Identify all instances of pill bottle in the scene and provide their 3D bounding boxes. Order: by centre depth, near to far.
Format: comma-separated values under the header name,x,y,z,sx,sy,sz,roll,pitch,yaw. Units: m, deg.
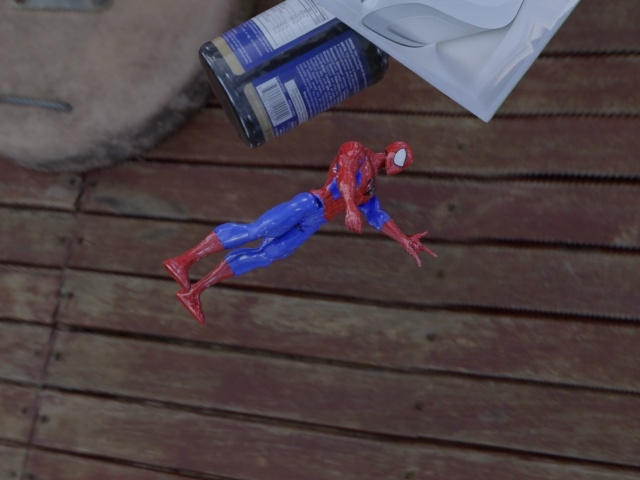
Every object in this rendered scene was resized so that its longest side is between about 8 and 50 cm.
name,x,y,z,sx,sy,sz,roll,pitch,yaw
pill bottle,-0.006,-0.198,1.373,0.219,0.123,0.122,-28,65,-6

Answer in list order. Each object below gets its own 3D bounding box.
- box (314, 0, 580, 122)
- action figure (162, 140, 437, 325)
name,x,y,z,sx,sy,sz,roll,pitch,yaw
box,0.097,-0.254,0.841,0.231,0.126,0.262,36,134,0
action figure,0.000,0.000,1.302,0.280,0.091,0.139,-36,56,-15
